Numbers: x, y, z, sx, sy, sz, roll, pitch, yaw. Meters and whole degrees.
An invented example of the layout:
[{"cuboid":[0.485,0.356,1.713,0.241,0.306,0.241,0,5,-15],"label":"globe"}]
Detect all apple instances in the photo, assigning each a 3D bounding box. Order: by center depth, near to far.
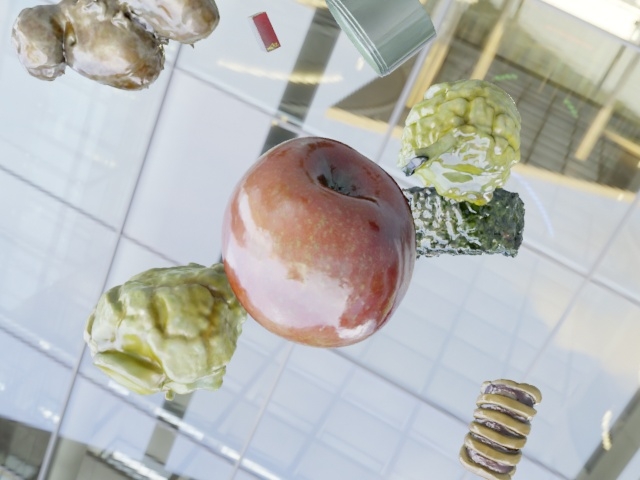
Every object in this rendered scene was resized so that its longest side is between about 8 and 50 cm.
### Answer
[{"cuboid":[0.000,0.000,1.460,0.348,0.277,0.348,18,-145,-13],"label":"apple"}]

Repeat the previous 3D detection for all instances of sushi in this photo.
[{"cuboid":[0.340,-0.042,2.209,0.351,0.178,0.294,-1,174,38],"label":"sushi"}]

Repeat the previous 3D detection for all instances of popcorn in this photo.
[{"cuboid":[-0.290,0.156,1.655,0.292,0.334,0.294,28,-112,-6],"label":"popcorn"},{"cuboid":[0.294,-0.209,1.868,0.293,0.293,0.237,9,-129,-27],"label":"popcorn"}]

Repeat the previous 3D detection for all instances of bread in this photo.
[{"cuboid":[0.386,0.407,1.899,0.134,0.225,0.081,17,179,25],"label":"bread"}]

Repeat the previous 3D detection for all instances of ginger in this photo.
[{"cuboid":[-0.288,-0.326,1.238,0.244,0.304,0.155,35,-164,-22],"label":"ginger"}]

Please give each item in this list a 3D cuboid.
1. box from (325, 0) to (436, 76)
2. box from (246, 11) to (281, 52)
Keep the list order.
[{"cuboid":[0.131,-0.496,1.947,0.226,0.149,0.226,53,-175,-6],"label":"box"},{"cuboid":[-0.079,-0.287,1.205,0.023,0.052,0.082,-27,-163,-3],"label":"box"}]
